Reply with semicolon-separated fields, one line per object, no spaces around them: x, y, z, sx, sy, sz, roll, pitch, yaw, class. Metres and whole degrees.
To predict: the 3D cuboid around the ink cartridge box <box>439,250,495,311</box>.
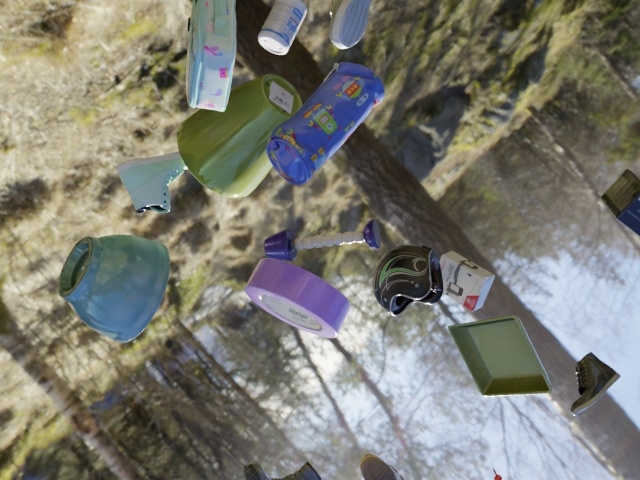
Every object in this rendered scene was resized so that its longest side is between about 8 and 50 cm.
0.401;0.113;1.924;0.063;0.150;0.109;-17;130;-48;ink cartridge box

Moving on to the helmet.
0.207;0.097;1.663;0.161;0.169;0.169;-9;-169;23;helmet

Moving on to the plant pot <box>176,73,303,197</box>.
-0.188;-0.303;1.817;0.293;0.275;0.275;-33;-176;38;plant pot

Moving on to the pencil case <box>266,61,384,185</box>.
0.010;-0.258;1.435;0.306;0.133;0.119;-50;-162;-26;pencil case

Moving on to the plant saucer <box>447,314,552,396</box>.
0.397;0.246;1.479;0.045;0.188;0.188;-33;-171;-39;plant saucer

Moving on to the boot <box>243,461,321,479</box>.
-0.087;0.610;1.719;0.161;0.246;0.083;-34;-148;-22;boot

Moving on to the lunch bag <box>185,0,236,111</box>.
-0.256;-0.465;1.587;0.108;0.279;0.224;2;149;-13;lunch bag

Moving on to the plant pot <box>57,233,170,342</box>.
-0.566;0.103;1.801;0.293;0.196;0.293;-28;-132;37;plant pot

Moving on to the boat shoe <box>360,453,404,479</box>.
0.133;0.500;1.427;0.063;0.170;0.059;-41;-157;-3;boat shoe

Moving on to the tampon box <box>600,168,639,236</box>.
0.779;-0.085;1.653;0.101;0.120;0.161;-53;-174;23;tampon box

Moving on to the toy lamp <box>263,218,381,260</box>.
0.000;0.000;1.598;0.274;0.080;0.080;-9;-173;17;toy lamp

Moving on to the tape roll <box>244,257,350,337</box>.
-0.062;0.155;1.801;0.090;0.275;0.275;-63;-178;-20;tape roll

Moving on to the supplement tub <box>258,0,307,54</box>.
-0.080;-0.453;1.425;0.071;0.071;0.107;113;1;-79;supplement tub

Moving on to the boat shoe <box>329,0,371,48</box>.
0.075;-0.643;1.890;0.094;0.109;0.302;-1;-126;32;boat shoe

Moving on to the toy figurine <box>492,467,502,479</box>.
0.577;0.710;1.643;0.217;0.191;0.362;-14;-147;-1;toy figurine

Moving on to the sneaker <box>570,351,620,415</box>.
0.806;0.439;2.076;0.222;0.118;0.083;-29;151;-31;sneaker

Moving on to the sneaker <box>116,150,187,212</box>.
-0.412;-0.152;1.819;0.256;0.151;0.094;-20;-178;-44;sneaker
